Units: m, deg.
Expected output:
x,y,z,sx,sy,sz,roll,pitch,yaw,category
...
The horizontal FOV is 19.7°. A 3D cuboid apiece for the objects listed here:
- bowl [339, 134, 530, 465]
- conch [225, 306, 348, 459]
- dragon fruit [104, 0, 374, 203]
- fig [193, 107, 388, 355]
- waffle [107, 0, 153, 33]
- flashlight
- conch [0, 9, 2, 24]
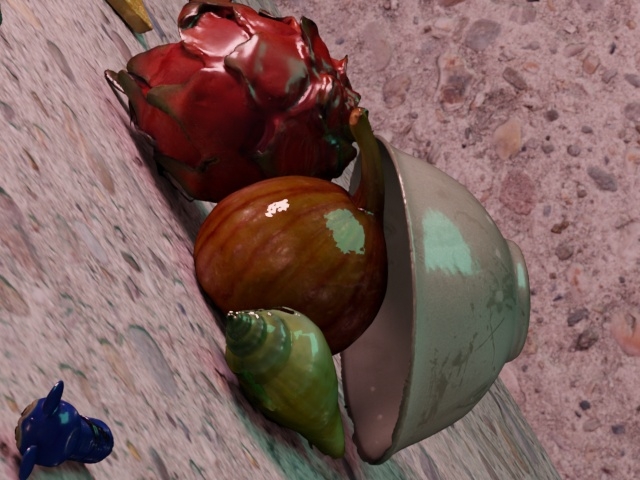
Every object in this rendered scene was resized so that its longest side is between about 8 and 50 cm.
x,y,z,sx,sy,sz,roll,pitch,yaw,category
0.114,0.057,1.748,0.313,0.146,0.313,-179,-90,-78,bowl
-0.031,0.109,1.532,0.095,0.079,0.201,46,-15,31,conch
-0.083,-0.130,1.738,0.193,0.274,0.192,-65,165,-53,dragon fruit
0.000,0.006,1.641,0.175,0.207,0.175,51,0,0,fig
-0.243,-0.300,2.055,0.152,0.023,0.097,49,9,-36,waffle
-0.144,0.107,1.027,0.035,0.057,0.121,19,-5,11,flashlight
-0.260,-0.123,0.940,0.196,0.134,0.202,-25,85,-41,conch
